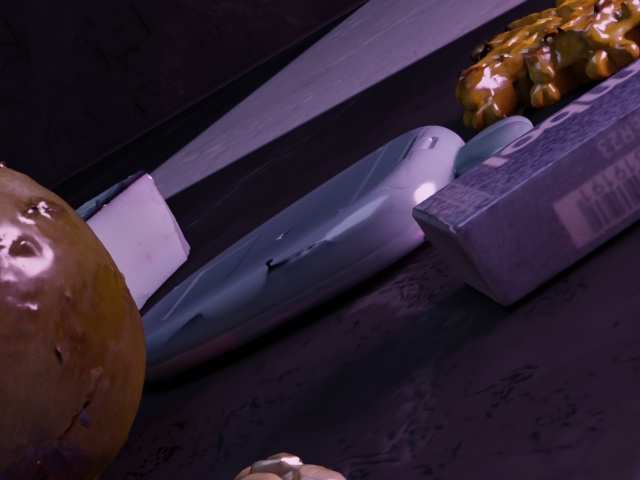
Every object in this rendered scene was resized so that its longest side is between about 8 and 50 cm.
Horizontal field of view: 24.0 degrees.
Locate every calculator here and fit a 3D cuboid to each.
[{"bbox_3d":[0.000,0.000,0.911,0.299,0.041,0.185,-30,10,22],"label":"calculator"}]

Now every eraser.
[{"bbox_3d":[0.147,-0.049,0.679,0.212,0.046,0.092,-33,10,-3],"label":"eraser"}]

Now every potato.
[{"bbox_3d":[-0.216,0.089,0.733,0.173,0.210,0.307,29,59,27],"label":"potato"}]

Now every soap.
[{"bbox_3d":[-0.211,0.033,1.275,0.145,0.091,0.230,-29,12,22],"label":"soap"}]

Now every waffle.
[{"bbox_3d":[0.193,-0.147,1.010,0.232,0.051,0.228,-30,8,14],"label":"waffle"}]

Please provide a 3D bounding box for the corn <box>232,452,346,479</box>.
[{"bbox_3d":[-0.046,0.129,0.320,0.086,0.086,0.253,-26,10,35],"label":"corn"}]
